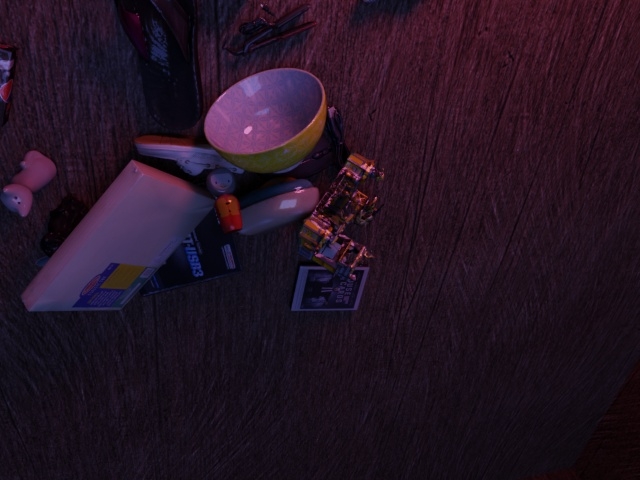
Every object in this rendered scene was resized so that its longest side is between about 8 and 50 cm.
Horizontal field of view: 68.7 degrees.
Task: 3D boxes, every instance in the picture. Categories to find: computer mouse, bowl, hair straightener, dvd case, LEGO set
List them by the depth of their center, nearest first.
[{"bbox_3d":[-0.126,-0.498,1.080,0.230,0.047,0.089,-22,125,2],"label":"hair straightener"},{"bbox_3d":[-0.110,-0.254,1.107,0.289,0.290,0.156,-26,142,-1],"label":"bowl"},{"bbox_3d":[0.088,-0.047,1.237,0.192,0.331,0.255,31,151,5],"label":"LEGO set"},{"bbox_3d":[-0.049,-0.230,1.247,0.272,0.072,0.189,-19,125,-5],"label":"computer mouse"},{"bbox_3d":[0.028,0.153,1.535,0.238,0.030,0.180,2,120,-18],"label":"dvd case"}]

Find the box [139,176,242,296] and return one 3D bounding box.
[{"bbox_3d":[-0.387,-0.009,1.279,0.293,0.073,0.296,-12,124,-9],"label":"box"}]

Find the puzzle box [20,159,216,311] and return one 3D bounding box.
[{"bbox_3d":[-0.459,0.011,1.100,0.409,0.052,0.272,-46,160,9],"label":"puzzle box"}]

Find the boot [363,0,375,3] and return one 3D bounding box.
[{"bbox_3d":[0.192,-0.596,1.097,0.190,0.069,0.086,-36,122,4],"label":"boot"}]

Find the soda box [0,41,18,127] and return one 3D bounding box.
[{"bbox_3d":[-0.689,-0.331,0.992,0.060,0.053,0.169,14,116,-24],"label":"soda box"}]

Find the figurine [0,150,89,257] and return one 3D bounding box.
[{"bbox_3d":[-0.634,-0.074,1.073,0.092,0.209,0.215,-24,125,-2],"label":"figurine"}]

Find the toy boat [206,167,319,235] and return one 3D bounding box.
[{"bbox_3d":[-0.152,-0.102,1.170,0.267,0.318,0.148,-17,86,29],"label":"toy boat"}]

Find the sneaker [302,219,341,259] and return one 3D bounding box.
[{"bbox_3d":[0.000,0.000,1.409,0.094,0.080,0.212,-33,126,22],"label":"sneaker"}]

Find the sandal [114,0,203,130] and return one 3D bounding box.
[{"bbox_3d":[-0.337,-0.440,0.977,0.167,0.107,0.446,0,123,8],"label":"sandal"}]

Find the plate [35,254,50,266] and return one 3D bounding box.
[{"bbox_3d":[-0.620,0.037,1.196,0.188,0.188,0.024,-9,81,-12],"label":"plate"}]

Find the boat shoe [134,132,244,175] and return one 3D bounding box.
[{"bbox_3d":[-0.315,-0.204,1.162,0.276,0.098,0.096,2,119,-20],"label":"boat shoe"}]
